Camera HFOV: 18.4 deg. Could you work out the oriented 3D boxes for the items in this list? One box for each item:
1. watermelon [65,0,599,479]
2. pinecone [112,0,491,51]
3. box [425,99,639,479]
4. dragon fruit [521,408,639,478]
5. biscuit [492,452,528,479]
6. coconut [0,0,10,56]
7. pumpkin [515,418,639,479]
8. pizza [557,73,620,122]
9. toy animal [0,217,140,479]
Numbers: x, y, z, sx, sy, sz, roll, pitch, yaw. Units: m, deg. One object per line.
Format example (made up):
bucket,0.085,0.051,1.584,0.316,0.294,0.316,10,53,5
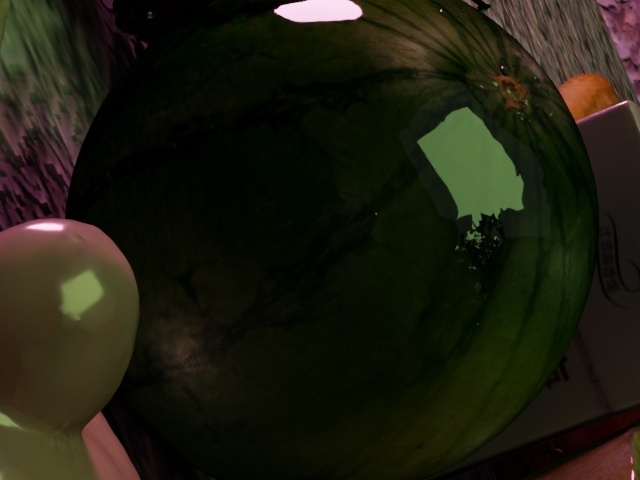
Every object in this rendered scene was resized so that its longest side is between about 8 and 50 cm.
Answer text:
watermelon,0.003,-0.002,0.888,0.242,0.242,0.242,55,21,-33
pinecone,-0.011,-0.131,1.080,0.221,0.221,0.221,55,21,-33
box,0.089,0.041,1.076,0.155,0.243,0.067,69,15,9
dragon fruit,0.238,0.084,1.230,0.244,0.299,0.244,34,26,-19
biscuit,0.243,0.217,1.434,0.350,0.070,0.394,38,48,-23
coconut,-0.197,-0.076,0.467,0.237,0.197,0.237,47,20,-23
pumpkin,0.132,0.273,1.034,0.332,0.199,0.332,-16,90,-71
pizza,0.123,0.020,1.374,0.335,0.086,0.226,-60,172,-34
toy animal,-0.119,0.135,0.435,0.221,0.210,0.229,65,-20,9
